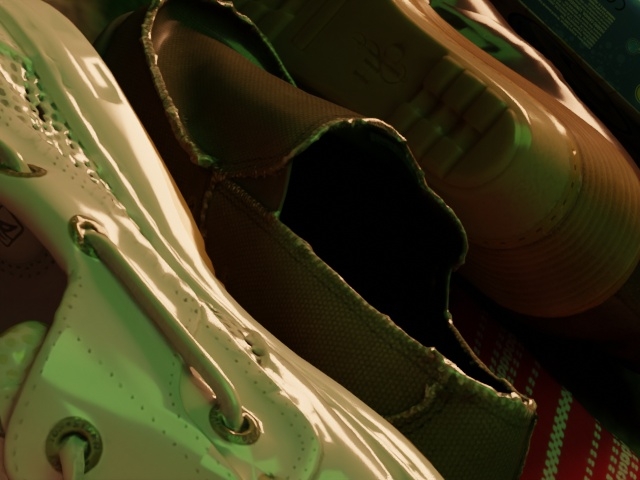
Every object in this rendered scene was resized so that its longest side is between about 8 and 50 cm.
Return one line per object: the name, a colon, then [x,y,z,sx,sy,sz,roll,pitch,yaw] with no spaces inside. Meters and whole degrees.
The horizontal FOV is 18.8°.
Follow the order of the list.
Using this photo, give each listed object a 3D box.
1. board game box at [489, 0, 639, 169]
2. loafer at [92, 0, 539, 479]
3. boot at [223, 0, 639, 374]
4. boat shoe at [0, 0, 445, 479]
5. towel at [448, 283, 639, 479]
board game box: [0.119,-0.062,0.797,0.201,0.035,0.136,41,-5,-12]
loafer: [0.000,0.000,0.543,0.094,0.087,0.251,25,27,-38]
boot: [0.047,-0.046,0.725,0.207,0.090,0.248,39,11,-52]
boat shoe: [-0.054,0.050,0.420,0.096,0.098,0.277,2,43,-54]
towel: [0.124,0.148,0.612,0.275,0.031,0.199,43,27,-9]
